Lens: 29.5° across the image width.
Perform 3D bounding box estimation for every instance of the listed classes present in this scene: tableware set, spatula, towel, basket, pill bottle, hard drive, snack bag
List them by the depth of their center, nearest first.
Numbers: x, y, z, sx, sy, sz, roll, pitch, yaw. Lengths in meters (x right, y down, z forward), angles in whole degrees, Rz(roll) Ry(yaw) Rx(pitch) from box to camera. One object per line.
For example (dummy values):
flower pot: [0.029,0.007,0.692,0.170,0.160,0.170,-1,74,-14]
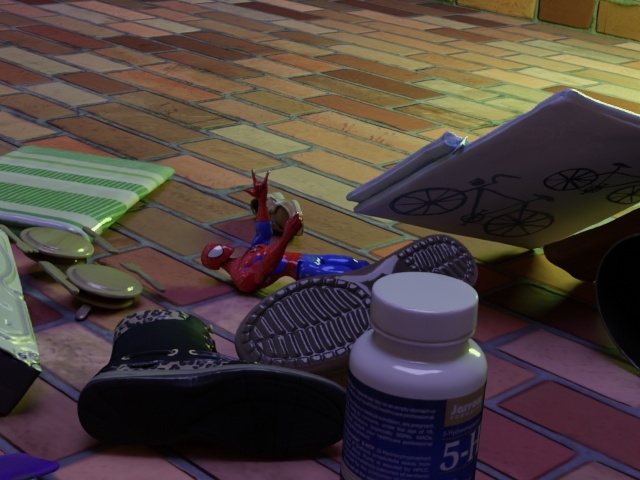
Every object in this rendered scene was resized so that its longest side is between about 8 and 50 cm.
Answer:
spatula: [-0.193,0.215,0.913,0.084,0.030,0.296,-13,25,-44]
pill bottle: [0.076,0.126,0.975,0.112,0.186,0.112,3,20,-1]
hard drive: [-0.401,0.017,1.182,0.237,0.064,0.339,34,9,-28]
basket: [0.439,0.062,1.281,0.227,0.154,0.204,-8,34,-40]
tableware set: [-0.278,0.036,1.385,0.128,0.039,0.194,1,22,-43]
snack bag: [0.255,-0.077,1.391,0.323,0.037,0.342,11,-26,-36]
towel: [-0.366,-0.065,1.651,0.248,0.038,0.325,8,19,9]

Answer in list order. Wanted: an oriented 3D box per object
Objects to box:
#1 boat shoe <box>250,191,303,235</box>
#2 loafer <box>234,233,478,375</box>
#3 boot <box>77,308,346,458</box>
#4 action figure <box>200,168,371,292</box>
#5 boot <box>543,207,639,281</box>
boat shoe: [-0.058,-0.032,1.599,0.045,0.050,0.135,-7,12,-18]
loafer: [0.039,0.082,1.238,0.269,0.092,0.102,-19,62,-20]
boot: [-0.092,0.121,1.114,0.236,0.085,0.178,2,18,-3]
action figure: [0.000,0.000,1.397,0.280,0.139,0.091,3,19,6]
boot: [0.381,-0.040,1.356,0.280,0.096,0.264,-18,-15,25]
